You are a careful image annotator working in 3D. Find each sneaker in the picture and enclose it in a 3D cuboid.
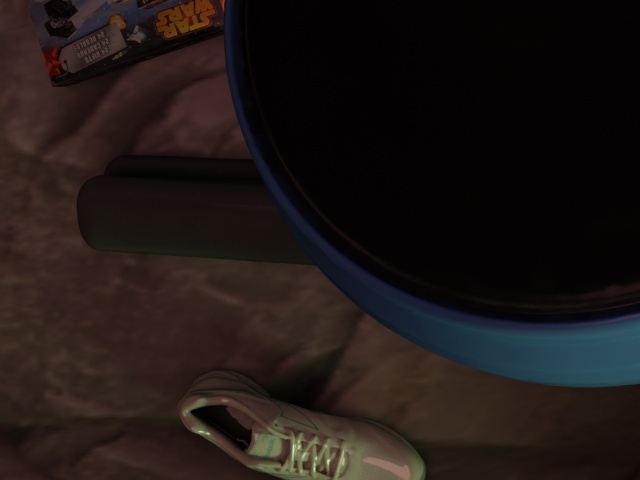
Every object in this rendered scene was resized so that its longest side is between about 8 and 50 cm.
[{"bbox_3d":[-0.014,0.122,1.022,0.152,0.061,0.053,18,98,9],"label":"sneaker"}]

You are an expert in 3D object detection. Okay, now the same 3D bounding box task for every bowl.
[{"bbox_3d":[0.131,-0.124,0.883,0.391,0.077,0.391,-6,74,21],"label":"bowl"}]

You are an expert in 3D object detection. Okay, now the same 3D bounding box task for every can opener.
[{"bbox_3d":[0.000,0.000,0.994,0.280,0.074,0.093,7,112,15],"label":"can opener"}]

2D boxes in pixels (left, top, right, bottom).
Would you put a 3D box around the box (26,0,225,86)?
[{"bbox_3d":[-0.106,-0.154,1.031,0.137,0.027,0.094,-16,91,14],"label":"box"}]
